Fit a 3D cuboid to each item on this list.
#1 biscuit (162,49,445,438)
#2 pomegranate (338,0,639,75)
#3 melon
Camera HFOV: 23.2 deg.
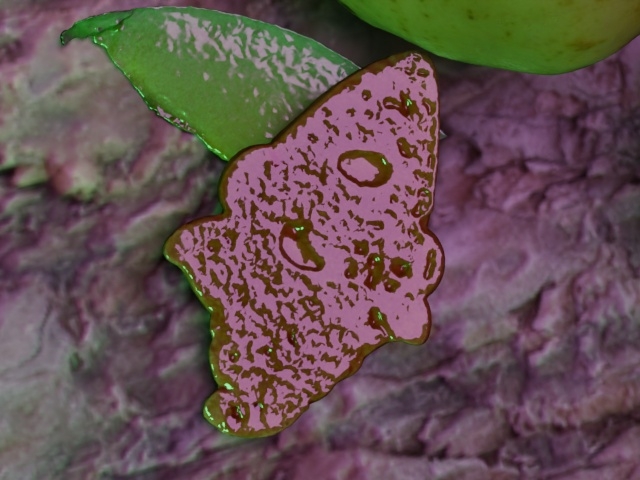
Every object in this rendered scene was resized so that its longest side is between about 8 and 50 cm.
[{"bbox_3d":[0.000,0.000,1.021,0.183,0.043,0.280,26,85,-8],"label":"biscuit"},{"bbox_3d":[0.129,-0.256,1.007,0.343,0.342,0.342,3,79,-18],"label":"pomegranate"},{"bbox_3d":[-0.050,-0.093,1.055,0.262,0.053,0.114,24,92,-9],"label":"melon"}]
